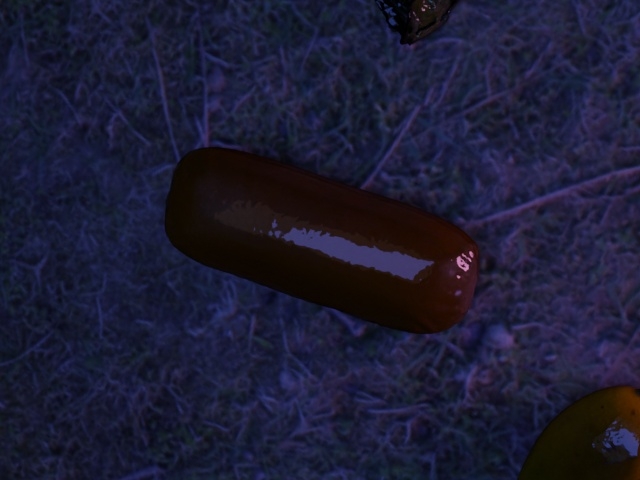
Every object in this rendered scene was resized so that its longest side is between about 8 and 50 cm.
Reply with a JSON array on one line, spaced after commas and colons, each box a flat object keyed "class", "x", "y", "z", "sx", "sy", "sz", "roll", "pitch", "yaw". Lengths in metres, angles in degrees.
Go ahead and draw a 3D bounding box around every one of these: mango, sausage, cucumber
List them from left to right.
[{"class": "sausage", "x": 0.000, "y": -0.001, "z": 1.270, "sx": 0.274, "sy": 0.105, "sz": 0.105, "roll": 18, "pitch": 102, "yaw": 12}, {"class": "cucumber", "x": 0.029, "y": -0.278, "z": 1.241, "sx": 0.067, "sy": 0.067, "sz": 0.245, "roll": -33, "pitch": 90, "yaw": 17}, {"class": "mango", "x": 0.223, "y": 0.191, "z": 1.259, "sx": 0.101, "sy": 0.066, "sz": 0.187, "roll": 44, "pitch": 114, "yaw": 6}]
